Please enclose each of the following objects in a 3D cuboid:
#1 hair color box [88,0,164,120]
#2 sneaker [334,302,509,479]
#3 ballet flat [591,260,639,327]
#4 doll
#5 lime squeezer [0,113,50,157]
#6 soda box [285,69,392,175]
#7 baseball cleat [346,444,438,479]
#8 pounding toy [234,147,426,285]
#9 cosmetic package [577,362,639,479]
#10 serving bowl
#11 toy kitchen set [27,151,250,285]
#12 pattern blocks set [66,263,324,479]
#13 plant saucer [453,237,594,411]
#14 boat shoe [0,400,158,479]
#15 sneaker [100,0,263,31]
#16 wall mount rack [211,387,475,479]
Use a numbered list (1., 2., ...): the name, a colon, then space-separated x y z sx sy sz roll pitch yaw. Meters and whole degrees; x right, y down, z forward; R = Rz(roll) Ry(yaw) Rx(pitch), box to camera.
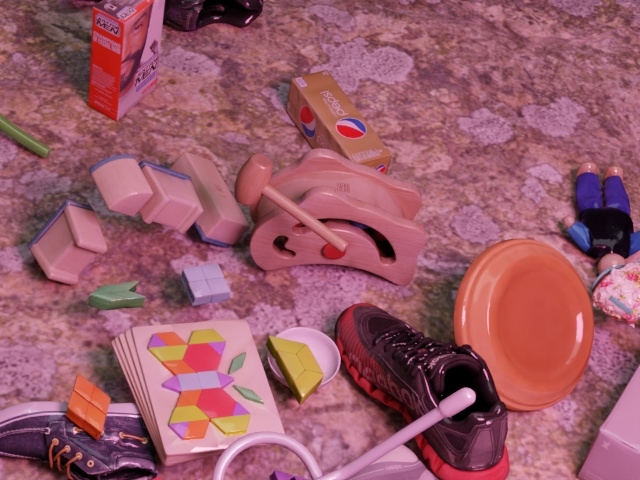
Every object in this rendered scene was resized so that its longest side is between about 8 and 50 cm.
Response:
1. hair color box: -0.253 -0.249 1.743 0.053 0.167 0.093 29 49 15
2. sneaker: 0.114 0.145 1.468 0.098 0.135 0.276 -22 50 -27
3. ballet flat: 0.422 0.060 1.632 0.241 0.091 0.077 -14 51 -40
4. doll: 0.378 -0.022 1.744 0.129 0.046 0.189 9 46 -2
5. lime squeezer: -0.455 -0.207 1.754 0.110 0.059 0.310 12 35 -44
6. soda box: 0.022 -0.144 1.774 0.058 0.061 0.181 -15 52 -25
7. baseball cleat: 0.044 0.284 1.369 0.109 0.072 0.206 40 53 24
8. pounding toy: 0.000 0.000 1.581 0.270 0.154 0.155 21 43 -24
9. cosmetic package: 0.400 0.195 1.508 0.127 0.107 0.238 31 52 17
10. serving bowl: -0.020 0.139 1.521 0.083 0.027 0.083 6 49 -7
11. toy kitchen set: -0.227 -0.026 1.614 0.207 0.166 0.122 19 32 -49
12. pattern blocks set: -0.128 0.157 1.422 0.285 0.026 0.325 -16 55 -33
13. plant saucer: 0.242 0.095 1.528 0.200 0.037 0.200 4 81 -31
14. boat shoe: -0.258 0.215 1.375 0.183 0.065 0.083 -2 46 -15
15. sneaker: -0.219 -0.359 1.903 0.283 0.107 0.124 -4 54 -15
16. wall mount rack: 0.046 0.305 1.242 0.304 0.130 0.350 -22 70 -14
